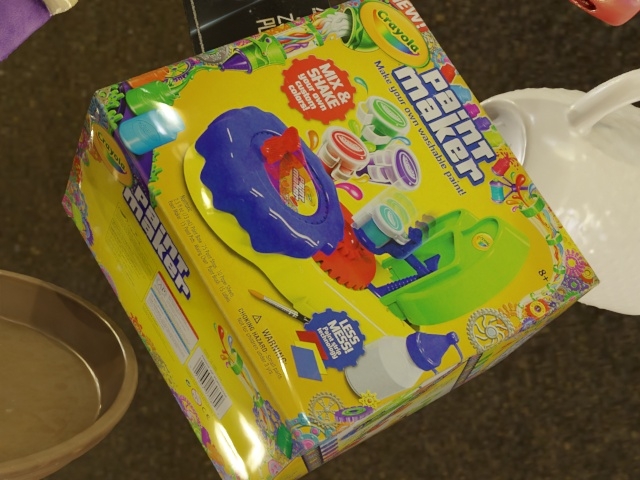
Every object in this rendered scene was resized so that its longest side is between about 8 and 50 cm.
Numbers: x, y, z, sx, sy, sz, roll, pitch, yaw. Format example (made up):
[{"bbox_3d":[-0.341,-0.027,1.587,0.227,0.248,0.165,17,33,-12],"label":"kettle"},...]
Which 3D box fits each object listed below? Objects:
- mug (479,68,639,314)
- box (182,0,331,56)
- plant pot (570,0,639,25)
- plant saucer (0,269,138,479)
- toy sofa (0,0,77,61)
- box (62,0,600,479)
[{"bbox_3d":[0.364,-0.092,1.622,0.374,0.328,0.276,-44,43,37],"label":"mug"},{"bbox_3d":[-0.068,-0.239,1.289,0.077,0.147,0.180,87,171,-62],"label":"box"},{"bbox_3d":[0.301,-0.356,1.338,0.191,0.174,0.191,-59,8,14],"label":"plant pot"},{"bbox_3d":[-0.266,0.093,0.846,0.278,0.278,0.041,34,122,42],"label":"plant saucer"},{"bbox_3d":[-0.460,-0.234,1.455,0.177,0.362,0.150,0,132,52],"label":"toy sofa"},{"bbox_3d":[0.000,0.000,0.953,0.290,0.279,0.177,57,151,13],"label":"box"}]
